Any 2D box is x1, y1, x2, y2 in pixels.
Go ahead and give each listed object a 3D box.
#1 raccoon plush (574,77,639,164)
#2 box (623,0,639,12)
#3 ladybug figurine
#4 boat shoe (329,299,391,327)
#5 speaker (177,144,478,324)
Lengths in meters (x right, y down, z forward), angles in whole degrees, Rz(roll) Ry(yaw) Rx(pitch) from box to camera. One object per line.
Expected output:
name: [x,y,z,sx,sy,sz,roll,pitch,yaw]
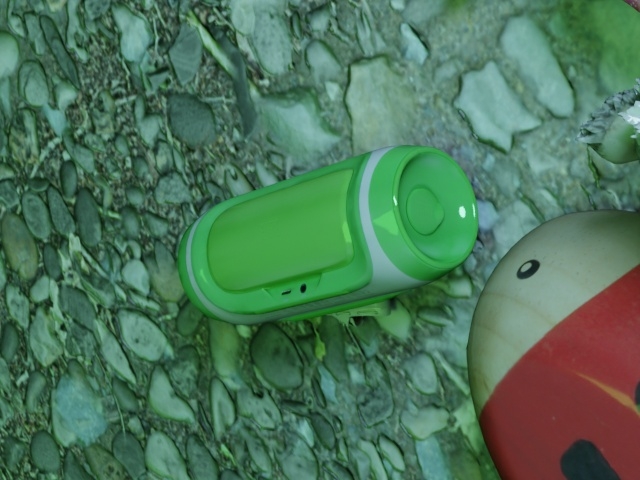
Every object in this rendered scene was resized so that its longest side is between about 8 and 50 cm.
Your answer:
raccoon plush: [0.320,-0.190,0.868,0.299,0.216,0.446,-151,73,-67]
box: [0.258,-0.281,0.937,0.128,0.123,0.256,42,142,26]
ladybug figurine: [0.272,0.175,1.089,0.449,0.162,0.305,47,131,22]
boat shoe: [0.028,0.067,1.380,0.100,0.035,0.035,-13,92,39]
speaker: [0.000,0.000,1.317,0.297,0.131,0.131,-15,93,46]
